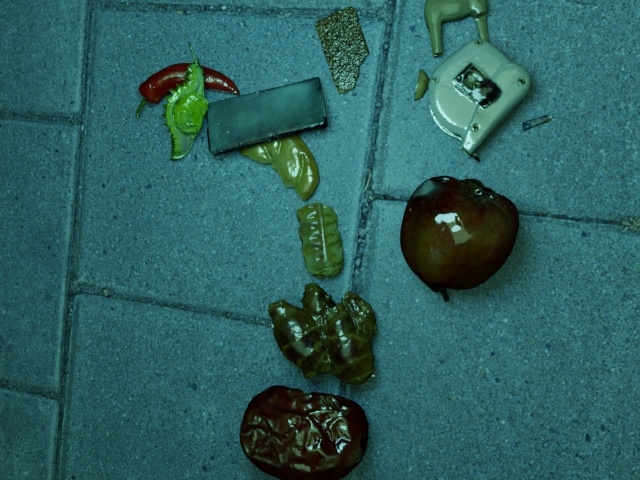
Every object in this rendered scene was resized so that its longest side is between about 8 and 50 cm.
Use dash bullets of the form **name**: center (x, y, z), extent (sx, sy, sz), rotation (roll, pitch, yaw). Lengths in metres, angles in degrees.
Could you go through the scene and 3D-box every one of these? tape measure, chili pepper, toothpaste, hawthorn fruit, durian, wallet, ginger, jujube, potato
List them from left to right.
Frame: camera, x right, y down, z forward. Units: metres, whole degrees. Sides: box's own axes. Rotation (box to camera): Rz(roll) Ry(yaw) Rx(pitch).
- **chili pepper**: center (-0.449, -0.495, 1.566), extent (0.368, 0.092, 0.137), rotation (-8, 98, 14)
- **durian**: center (-0.417, -0.408, 1.513), extent (0.132, 0.107, 0.375), rotation (15, 119, -12)
- **wallet**: center (-0.169, -0.384, 1.495), extent (0.378, 0.046, 0.191), rotation (-12, 69, 10)
- **jujube**: center (-0.049, 0.579, 1.468), extent (0.376, 0.276, 0.277), rotation (3, 94, 24)
- **ginger**: center (0.008, 0.279, 1.481), extent (0.357, 0.152, 0.275), rotation (11, 96, 10)
- **potato**: center (0.299, -0.456, 1.433), extent (0.036, 0.037, 0.093), rotation (12, 95, 7)
- **hawthorn fruit**: center (0.364, -0.018, 1.333), extent (0.308, 0.325, 0.309), rotation (9, 59, -16)
- **tape measure**: center (0.429, -0.400, 1.363), extent (0.265, 0.130, 0.258), rotation (43, 103, 7)
- **toothpaste**: center (0.612, -0.335, 1.382), extent (0.083, 0.019, 0.027), rotation (-18, 114, 13)

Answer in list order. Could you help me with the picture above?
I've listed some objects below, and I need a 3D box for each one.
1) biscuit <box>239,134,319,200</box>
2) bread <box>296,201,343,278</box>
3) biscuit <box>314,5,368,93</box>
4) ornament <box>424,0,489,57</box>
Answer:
- **biscuit**: center (-0.118, -0.268, 1.530), extent (0.299, 0.045, 0.154), rotation (36, 99, 7)
- **bread**: center (0.000, 0.000, 1.504), extent (0.128, 0.088, 0.232), rotation (-11, 86, 5)
- **biscuit**: center (0.076, -0.574, 1.478), extent (0.131, 0.026, 0.237), rotation (-19, 88, 14)
- **ornament**: center (0.408, -0.670, 1.383), extent (0.230, 0.061, 0.245), rotation (-10, 95, 11)
